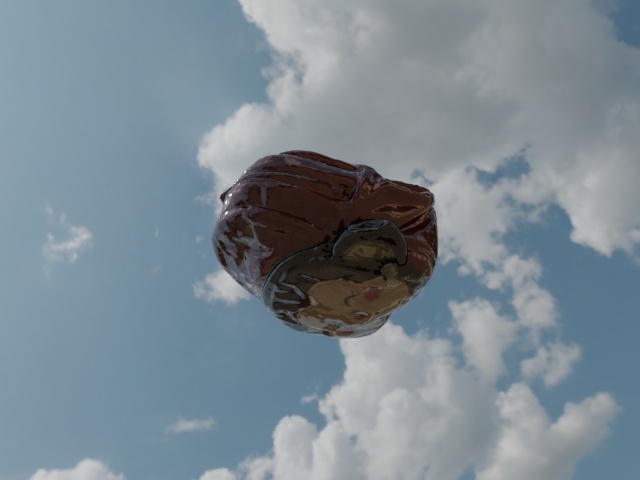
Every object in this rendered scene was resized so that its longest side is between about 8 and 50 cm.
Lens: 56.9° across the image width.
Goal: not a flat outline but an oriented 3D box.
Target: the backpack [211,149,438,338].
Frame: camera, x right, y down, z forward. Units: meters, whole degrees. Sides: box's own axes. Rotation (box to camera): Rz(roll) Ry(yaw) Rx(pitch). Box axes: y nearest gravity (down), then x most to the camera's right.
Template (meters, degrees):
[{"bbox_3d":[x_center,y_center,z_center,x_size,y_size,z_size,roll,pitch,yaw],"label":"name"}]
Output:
[{"bbox_3d":[-0.001,0.002,0.589,0.229,0.138,0.229,10,-36,7],"label":"backpack"}]
